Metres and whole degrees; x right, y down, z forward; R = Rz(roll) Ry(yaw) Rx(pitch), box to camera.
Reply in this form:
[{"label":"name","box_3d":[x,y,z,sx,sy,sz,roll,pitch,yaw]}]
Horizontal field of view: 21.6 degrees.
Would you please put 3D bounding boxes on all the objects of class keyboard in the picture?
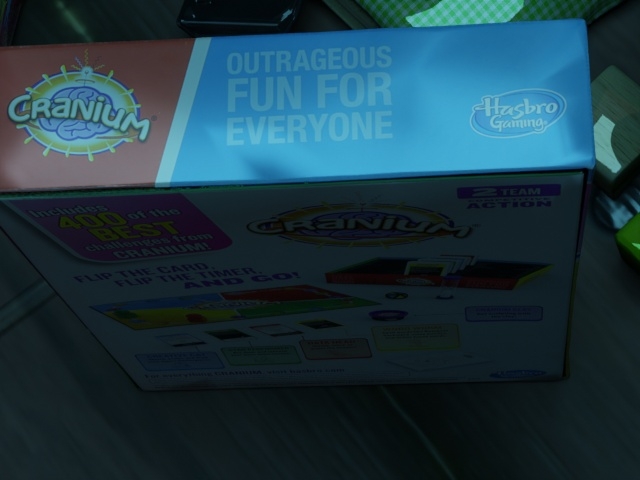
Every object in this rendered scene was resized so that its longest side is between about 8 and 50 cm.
[{"label":"keyboard","box_3d":[-0.034,-0.200,1.001,0.108,0.023,0.180,6,66,30]}]

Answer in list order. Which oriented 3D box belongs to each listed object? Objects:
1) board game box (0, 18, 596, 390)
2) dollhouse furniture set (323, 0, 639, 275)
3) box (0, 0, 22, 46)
[{"label":"board game box","box_3d":[0.000,0.000,0.781,0.242,0.316,0.064,-2,71,5]},{"label":"dollhouse furniture set","box_3d":[0.143,-0.149,0.903,0.197,0.151,0.301,-42,72,-9]},{"label":"box","box_3d":[-0.336,-0.161,0.963,0.300,0.154,0.142,8,72,10]}]
